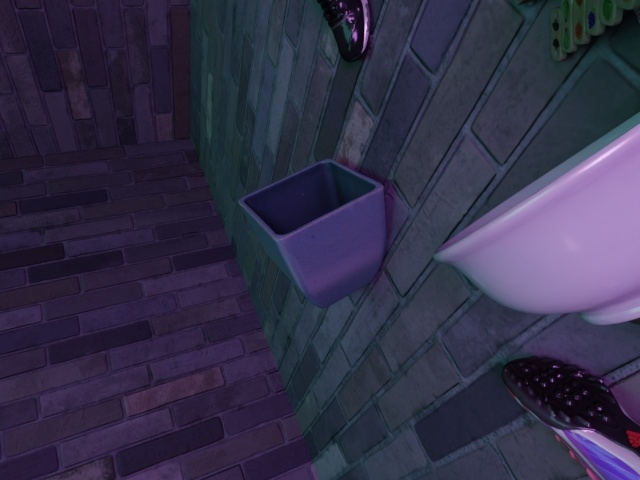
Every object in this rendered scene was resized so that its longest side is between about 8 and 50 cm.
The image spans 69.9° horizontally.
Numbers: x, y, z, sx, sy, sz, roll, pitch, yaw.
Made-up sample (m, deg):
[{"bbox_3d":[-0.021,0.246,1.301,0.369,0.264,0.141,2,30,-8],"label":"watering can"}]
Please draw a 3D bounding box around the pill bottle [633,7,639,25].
[{"bbox_3d":[0.307,-0.261,0.398,0.086,0.086,0.152,-31,73,65],"label":"pill bottle"}]

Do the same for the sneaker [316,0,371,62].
[{"bbox_3d":[0.012,-0.490,0.891,0.107,0.124,0.283,8,109,65],"label":"sneaker"}]

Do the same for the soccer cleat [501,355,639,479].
[{"bbox_3d":[0.348,0.254,0.545,0.318,0.109,0.116,31,133,56],"label":"soccer cleat"}]

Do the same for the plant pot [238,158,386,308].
[{"bbox_3d":[0.000,0.000,1.035,0.247,0.248,0.252,41,153,53],"label":"plant pot"}]

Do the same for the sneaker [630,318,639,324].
[{"bbox_3d":[0.341,0.063,0.413,0.188,0.071,0.066,-42,-45,-80],"label":"sneaker"}]

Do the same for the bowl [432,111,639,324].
[{"bbox_3d":[0.261,-0.018,0.412,0.134,0.298,0.298,56,153,7],"label":"bowl"}]

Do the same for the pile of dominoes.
[{"bbox_3d":[0.238,-0.291,0.435,0.251,0.040,0.196,-45,-56,-79],"label":"pile of dominoes"}]
